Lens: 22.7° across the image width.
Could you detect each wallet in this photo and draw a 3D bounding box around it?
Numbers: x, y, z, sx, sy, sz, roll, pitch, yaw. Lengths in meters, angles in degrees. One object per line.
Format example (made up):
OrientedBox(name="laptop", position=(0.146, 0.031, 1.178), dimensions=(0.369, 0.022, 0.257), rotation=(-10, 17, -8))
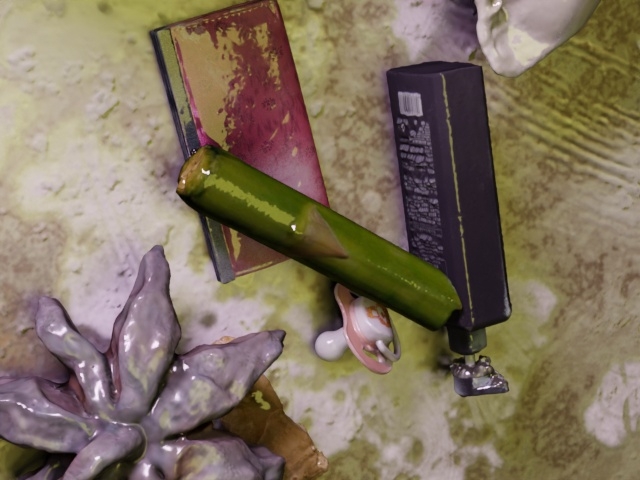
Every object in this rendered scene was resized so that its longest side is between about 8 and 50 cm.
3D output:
OrientedBox(name="wallet", position=(-0.064, -0.089, 1.403), dimensions=(0.119, 0.025, 0.232), rotation=(-20, 107, -20))

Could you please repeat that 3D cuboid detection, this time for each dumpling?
OrientedBox(name="dumpling", position=(0.196, -0.256, 1.436), dimensions=(0.151, 0.124, 0.229), rotation=(47, 58, -22))

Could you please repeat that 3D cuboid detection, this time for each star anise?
OrientedBox(name="star anise", position=(-0.135, 0.168, 1.325), dimensions=(0.359, 0.139, 0.316), rotation=(10, 97, -8))

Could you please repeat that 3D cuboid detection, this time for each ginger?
OrientedBox(name="ginger", position=(-0.068, 0.169, 1.425), dimensions=(0.096, 0.067, 0.165), rotation=(-33, 94, -6))

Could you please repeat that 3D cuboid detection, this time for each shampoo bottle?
OrientedBox(name="shampoo bottle", position=(0.121, -0.007, 1.458), dimensions=(0.071, 0.098, 0.310), rotation=(-13, 104, -26))

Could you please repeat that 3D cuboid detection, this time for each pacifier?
OrientedBox(name="pacifier", position=(0.031, 0.088, 1.455), dimensions=(0.078, 0.099, 0.081), rotation=(-32, 138, 23))

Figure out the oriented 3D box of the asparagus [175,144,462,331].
OrientedBox(name="asparagus", position=(0.001, -0.002, 1.389), dimensions=(0.277, 0.067, 0.060), rotation=(28, 74, -23))
